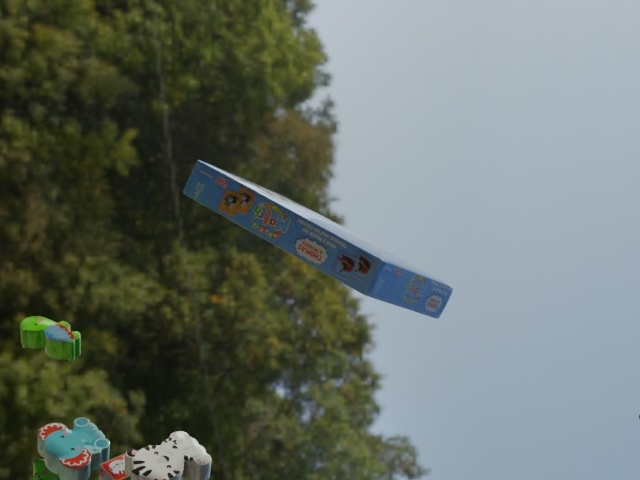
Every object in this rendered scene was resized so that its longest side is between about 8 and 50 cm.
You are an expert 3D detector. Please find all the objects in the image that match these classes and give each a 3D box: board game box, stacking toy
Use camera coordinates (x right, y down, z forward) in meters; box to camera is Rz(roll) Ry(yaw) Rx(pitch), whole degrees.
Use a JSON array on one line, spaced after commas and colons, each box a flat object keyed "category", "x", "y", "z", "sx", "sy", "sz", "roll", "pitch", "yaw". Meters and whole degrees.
[{"category": "board game box", "x": 0.000, "y": 0.000, "z": 1.035, "sx": 0.211, "sy": 0.160, "sz": 0.039, "roll": 28, "pitch": -87, "yaw": 30}, {"category": "stacking toy", "x": -0.159, "y": 0.173, "z": 0.817, "sx": 0.221, "sy": 0.052, "sz": 0.167, "roll": 35, "pitch": -50, "yaw": 38}]
